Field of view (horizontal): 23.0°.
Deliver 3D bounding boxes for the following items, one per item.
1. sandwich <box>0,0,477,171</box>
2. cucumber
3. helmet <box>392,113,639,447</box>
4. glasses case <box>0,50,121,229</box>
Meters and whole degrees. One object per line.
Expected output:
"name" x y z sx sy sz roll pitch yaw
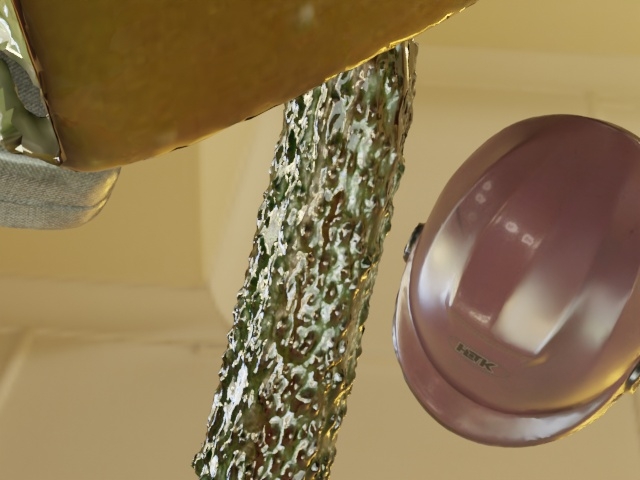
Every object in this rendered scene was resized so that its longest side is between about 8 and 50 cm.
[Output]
"sandwich" -0.047 -0.149 0.323 0.128 0.236 0.122 -26 -135 -19
"cucumber" 0.000 0.000 1.004 0.096 0.359 0.096 14 -165 -4
"helmet" 0.218 0.020 1.514 0.271 0.197 0.338 34 -109 15
"glasses case" -0.152 -0.158 0.778 0.131 0.074 0.323 12 -123 -17
